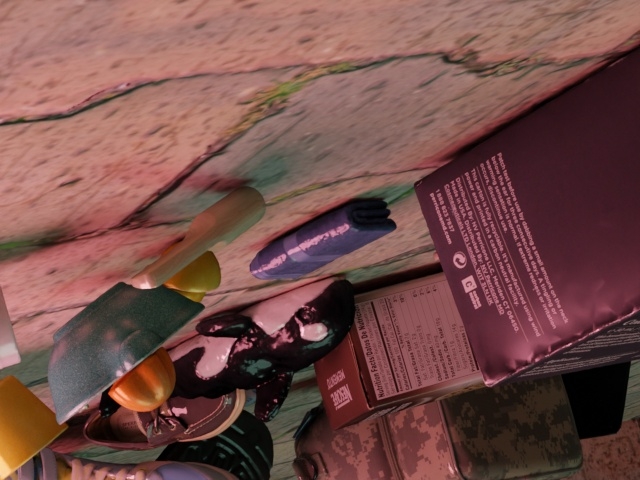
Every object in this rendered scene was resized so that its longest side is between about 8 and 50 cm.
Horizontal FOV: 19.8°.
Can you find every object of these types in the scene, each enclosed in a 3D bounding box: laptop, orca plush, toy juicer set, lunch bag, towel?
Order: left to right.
[{"bbox_3d":[-0.120,0.065,1.347,0.209,0.089,0.329,-39,-179,-42],"label":"toy juicer set"},{"bbox_3d":[-0.083,0.132,1.790,0.287,0.102,0.151,-20,167,11],"label":"orca plush"},{"bbox_3d":[0.000,0.000,1.509,0.119,0.029,0.067,-26,165,36],"label":"towel"},{"bbox_3d":[0.143,0.247,2.344,0.256,0.213,0.305,-29,163,37],"label":"lunch bag"},{"bbox_3d":[0.377,0.217,2.642,0.234,0.137,0.264,-13,172,34],"label":"laptop"}]

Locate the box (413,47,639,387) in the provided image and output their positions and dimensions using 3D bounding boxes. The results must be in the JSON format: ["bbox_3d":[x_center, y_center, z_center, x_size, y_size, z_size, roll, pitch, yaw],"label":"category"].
[{"bbox_3d":[0.313,-0.036,1.438,0.343,0.179,0.312,-4,161,-47],"label":"box"}]

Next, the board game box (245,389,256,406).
[{"bbox_3d":[-0.120,0.194,2.192,0.090,0.020,0.090,-24,167,25],"label":"board game box"}]

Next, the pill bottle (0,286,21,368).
[{"bbox_3d":[-0.297,0.077,1.288,0.160,0.087,0.087,-16,167,-11],"label":"pill bottle"}]

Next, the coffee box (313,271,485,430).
[{"bbox_3d":[0.150,0.095,1.904,0.297,0.119,0.168,-14,171,-15],"label":"coffee box"}]

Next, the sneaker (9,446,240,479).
[{"bbox_3d":[-0.252,0.281,1.969,0.319,0.127,0.208,-10,154,34],"label":"sneaker"}]

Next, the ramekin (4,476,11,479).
[{"bbox_3d":[-0.343,0.228,1.632,0.109,0.207,0.207,-23,170,-22],"label":"ramekin"}]

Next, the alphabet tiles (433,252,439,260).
[{"bbox_3d":[0.229,-0.029,1.753,0.237,0.009,0.198,-29,164,39],"label":"alphabet tiles"}]

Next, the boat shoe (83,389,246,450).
[{"bbox_3d":[-0.169,0.184,1.949,0.073,0.080,0.223,-11,171,-45],"label":"boat shoe"}]

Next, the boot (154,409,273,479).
[{"bbox_3d":[-0.235,0.312,2.193,0.348,0.131,0.260,-50,-146,-9],"label":"boot"}]
